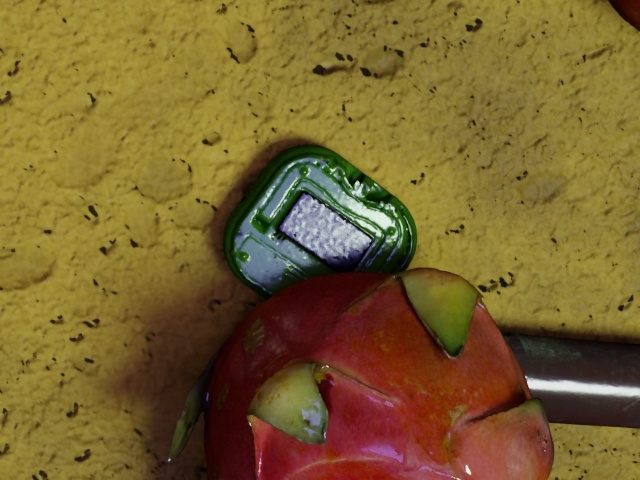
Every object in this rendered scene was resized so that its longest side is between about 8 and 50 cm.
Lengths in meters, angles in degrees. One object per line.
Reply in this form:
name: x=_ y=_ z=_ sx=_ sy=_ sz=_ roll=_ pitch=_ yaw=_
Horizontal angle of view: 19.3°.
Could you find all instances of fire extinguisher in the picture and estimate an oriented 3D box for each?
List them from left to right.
fire extinguisher: x=0.185 y=0.104 z=1.529 sx=0.267 sy=0.072 sz=0.089 roll=5 pitch=64 yaw=-8

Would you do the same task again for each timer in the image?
timer: x=0.000 y=0.000 z=1.493 sx=0.140 sy=0.047 sz=0.128 roll=36 pitch=92 yaw=-12

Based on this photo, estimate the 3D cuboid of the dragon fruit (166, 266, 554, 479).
dragon fruit: x=0.034 y=0.180 z=1.423 sx=0.290 sy=0.189 sz=0.291 roll=5 pitch=118 yaw=10

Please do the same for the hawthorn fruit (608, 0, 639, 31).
hawthorn fruit: x=0.289 y=-0.222 z=1.435 sx=0.202 sy=0.185 sz=0.185 roll=12 pitch=98 yaw=6
